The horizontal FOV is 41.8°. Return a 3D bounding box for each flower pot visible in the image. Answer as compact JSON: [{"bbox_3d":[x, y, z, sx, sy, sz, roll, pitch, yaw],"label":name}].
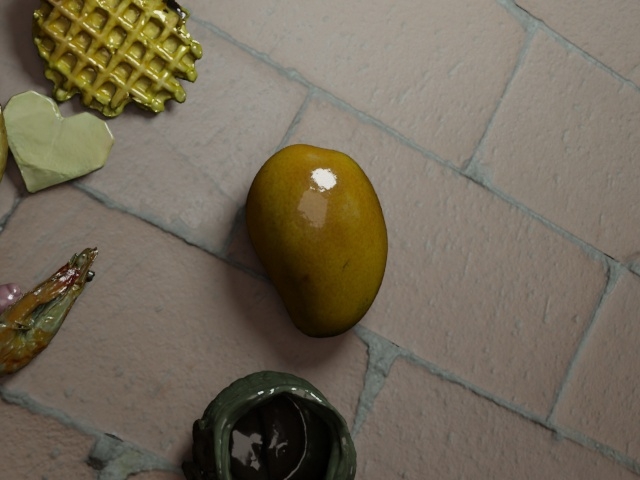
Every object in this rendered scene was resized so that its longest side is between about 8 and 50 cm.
[{"bbox_3d":[-0.099,0.394,1.538,0.301,0.213,0.302,1,85,-16],"label":"flower pot"}]

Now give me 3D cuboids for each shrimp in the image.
[{"bbox_3d":[-0.498,0.119,1.495,0.062,0.154,0.294,27,66,18],"label":"shrimp"}]

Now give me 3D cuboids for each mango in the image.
[{"bbox_3d":[0.000,0.000,1.598,0.263,0.221,0.378,-14,100,-21],"label":"mango"}]

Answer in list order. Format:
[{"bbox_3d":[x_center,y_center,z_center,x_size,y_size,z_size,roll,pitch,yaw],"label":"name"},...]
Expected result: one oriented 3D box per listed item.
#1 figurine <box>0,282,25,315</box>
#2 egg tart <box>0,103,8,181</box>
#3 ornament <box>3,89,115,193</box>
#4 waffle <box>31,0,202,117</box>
[{"bbox_3d":[-0.568,0.115,1.501,0.067,0.071,0.083,34,75,7],"label":"figurine"},{"bbox_3d":[-0.743,-0.157,1.378,0.442,0.178,0.444,-5,102,-22],"label":"egg tart"},{"bbox_3d":[-0.500,-0.168,1.553,0.201,0.059,0.180,24,87,-14],"label":"ornament"},{"bbox_3d":[-0.375,-0.379,1.555,0.311,0.060,0.307,1,110,-14],"label":"waffle"}]
